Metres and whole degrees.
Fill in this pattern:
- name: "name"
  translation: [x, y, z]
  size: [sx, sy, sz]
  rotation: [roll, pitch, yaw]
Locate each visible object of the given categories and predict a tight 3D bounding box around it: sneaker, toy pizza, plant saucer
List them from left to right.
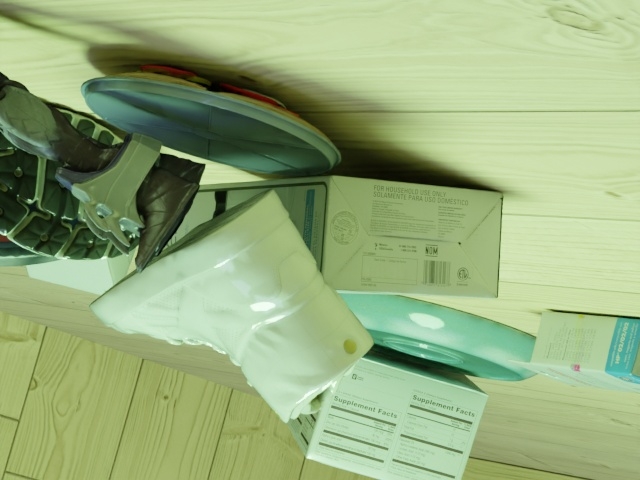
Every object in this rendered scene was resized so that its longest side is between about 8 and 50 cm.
- name: "sneaker"
  translation: [-0.299, -0.078, 1.717]
  size: [0.330, 0.129, 0.147]
  rotation: [19, -175, -15]
- name: "toy pizza"
  translation: [-0.080, -0.094, 1.463]
  size: [0.201, 0.032, 0.201]
  rotation: [14, 170, 3]
- name: "sneaker"
  translation: [-0.068, 0.073, 1.493]
  size: [0.169, 0.108, 0.292]
  rotation: [54, 154, -7]
- name: "plant saucer"
  translation: [0.129, 0.118, 2.370]
  size: [0.318, 0.043, 0.317]
  rotation: [14, 171, 2]

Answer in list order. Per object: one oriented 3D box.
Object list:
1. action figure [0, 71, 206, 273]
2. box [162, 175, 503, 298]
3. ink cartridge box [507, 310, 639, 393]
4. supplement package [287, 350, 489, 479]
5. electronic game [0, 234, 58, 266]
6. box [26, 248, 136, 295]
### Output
- name: "action figure"
  translation: [-0.220, -0.090, 1.394]
  size: [0.285, 0.099, 0.185]
  rotation: [32, 174, -1]
- name: "box"
  translation: [0.000, 0.000, 1.618]
  size: [0.169, 0.087, 0.290]
  rotation: [4, 177, -29]
- name: "ink cartridge box"
  translation: [0.295, 0.117, 2.032]
  size: [0.104, 0.061, 0.181]
  rotation: [23, 168, -37]
- name: "supplement package"
  translation: [0.080, 0.217, 2.555]
  size: [0.204, 0.145, 0.262]
  rotation: [17, -175, -9]
- name: "electronic game"
  translation: [-0.294, -0.032, 1.839]
  size: [0.229, 0.048, 0.229]
  rotation: [2, -158, -1]
- name: "box"
  translation: [-0.245, -0.008, 1.993]
  size: [0.101, 0.087, 0.102]
  rotation: [14, 153, 8]
